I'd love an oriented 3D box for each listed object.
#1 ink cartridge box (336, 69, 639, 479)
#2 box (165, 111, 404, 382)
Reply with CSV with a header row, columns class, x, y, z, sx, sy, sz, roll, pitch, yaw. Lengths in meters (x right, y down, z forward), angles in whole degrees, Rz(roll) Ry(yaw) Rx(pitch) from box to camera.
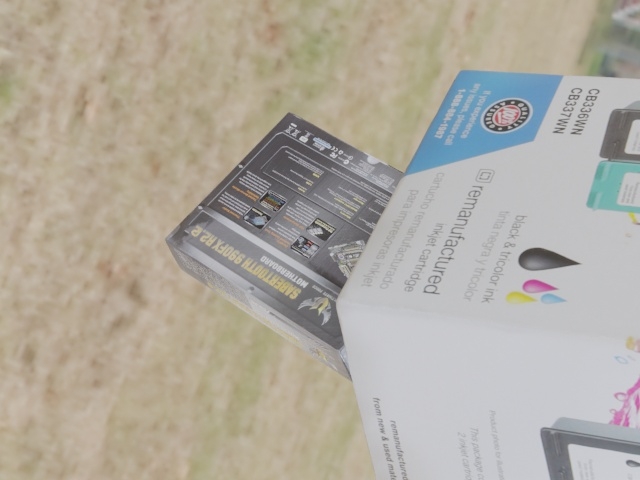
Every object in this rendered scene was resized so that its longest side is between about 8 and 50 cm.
class,x,y,z,sx,sy,sz,roll,pitch,yaw
ink cartridge box,0.180,0.053,0.713,0.198,0.270,0.197,-61,148,-43
box,0.000,0.000,1.319,0.183,0.231,0.056,-48,145,-18
